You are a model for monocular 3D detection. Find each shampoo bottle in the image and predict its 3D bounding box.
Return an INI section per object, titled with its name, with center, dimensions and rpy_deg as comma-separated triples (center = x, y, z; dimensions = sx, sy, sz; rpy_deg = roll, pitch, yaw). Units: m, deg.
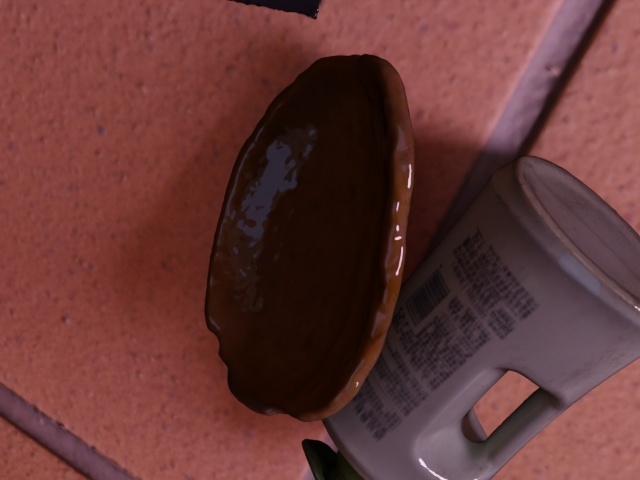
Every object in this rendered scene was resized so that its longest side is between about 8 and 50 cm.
[shampoo bottle]
center = 0.073, 0.073, 0.553
dimensions = 0.118, 0.087, 0.234
rpy_deg = 47, 122, 11

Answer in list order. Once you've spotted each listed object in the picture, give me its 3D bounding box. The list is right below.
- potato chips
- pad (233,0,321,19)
[potato chips]
center = 0.000, 0.000, 0.556
dimensions = 0.150, 0.049, 0.202
rpy_deg = 13, 91, 52
[pad]
center = -0.057, -0.286, 0.432
dimensions = 0.247, 0.007, 0.367
rpy_deg = 7, 120, -24
